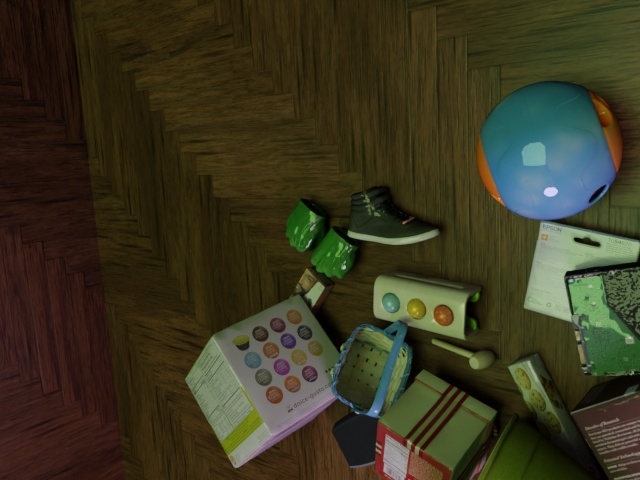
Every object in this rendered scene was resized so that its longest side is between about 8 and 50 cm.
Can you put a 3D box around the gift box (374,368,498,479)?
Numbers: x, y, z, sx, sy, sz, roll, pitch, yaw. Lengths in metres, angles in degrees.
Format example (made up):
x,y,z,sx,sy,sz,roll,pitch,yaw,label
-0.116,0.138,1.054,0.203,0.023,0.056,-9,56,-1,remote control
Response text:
x,y,z,sx,sy,sz,roll,pitch,yaw,label
0.298,0.530,1.566,0.255,0.258,0.276,30,137,29,gift box

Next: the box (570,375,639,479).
x,y,z,sx,sy,sz,roll,pitch,yaw,label
0.686,0.408,1.266,0.167,0.168,0.203,-38,74,39,box

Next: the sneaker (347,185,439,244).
x,y,z,sx,sy,sz,roll,pitch,yaw,label
0.188,-0.074,1.620,0.295,0.104,0.147,7,109,43,sneaker

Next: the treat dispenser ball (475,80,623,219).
x,y,z,sx,sy,sz,roll,pitch,yaw,label
0.475,-0.187,1.240,0.288,0.288,0.288,9,105,38,treat dispenser ball

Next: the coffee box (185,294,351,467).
x,y,z,sx,sy,sz,roll,pitch,yaw,label
-0.164,0.431,1.830,0.334,0.337,0.338,55,140,16,coffee box

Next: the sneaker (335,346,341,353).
x,y,z,sx,sy,sz,roll,pitch,yaw,label
0.063,0.385,1.865,0.119,0.047,0.057,49,114,19,sneaker

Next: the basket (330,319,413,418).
x,y,z,sx,sy,sz,roll,pitch,yaw,label
0.142,0.358,1.603,0.201,0.255,0.289,28,157,-8,basket

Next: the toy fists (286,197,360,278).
x,y,z,sx,sy,sz,roll,pitch,yaw,label
0.000,0.000,1.804,0.279,0.096,0.142,43,113,27,toy fists

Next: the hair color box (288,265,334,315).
x,y,z,sx,sy,sz,roll,pitch,yaw,label
-0.035,0.174,1.893,0.093,0.053,0.167,45,123,25,hair color box

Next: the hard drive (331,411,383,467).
x,y,z,sx,sy,sz,roll,pitch,yaw,label
0.149,0.607,1.828,0.254,0.054,0.172,-38,75,38,hard drive

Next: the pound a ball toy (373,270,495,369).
x,y,z,sx,sy,sz,roll,pitch,yaw,label
0.297,0.214,1.572,0.319,0.135,0.208,11,106,38,pound a ball toy

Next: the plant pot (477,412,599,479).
x,y,z,sx,sy,sz,roll,pitch,yaw,label
0.509,0.632,1.288,0.353,0.366,0.367,26,115,26,plant pot

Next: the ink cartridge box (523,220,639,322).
x,y,z,sx,sy,sz,roll,pitch,yaw,label
0.598,0.080,1.352,0.223,0.045,0.224,17,109,35,ink cartridge box

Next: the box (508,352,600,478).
x,y,z,sx,sy,sz,roll,pitch,yaw,label
0.568,0.436,1.439,0.067,0.063,0.324,-32,79,42,box

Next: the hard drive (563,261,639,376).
x,y,z,sx,sy,sz,roll,pitch,yaw,label
0.706,0.157,1.226,0.338,0.064,0.237,-12,94,29,hard drive
